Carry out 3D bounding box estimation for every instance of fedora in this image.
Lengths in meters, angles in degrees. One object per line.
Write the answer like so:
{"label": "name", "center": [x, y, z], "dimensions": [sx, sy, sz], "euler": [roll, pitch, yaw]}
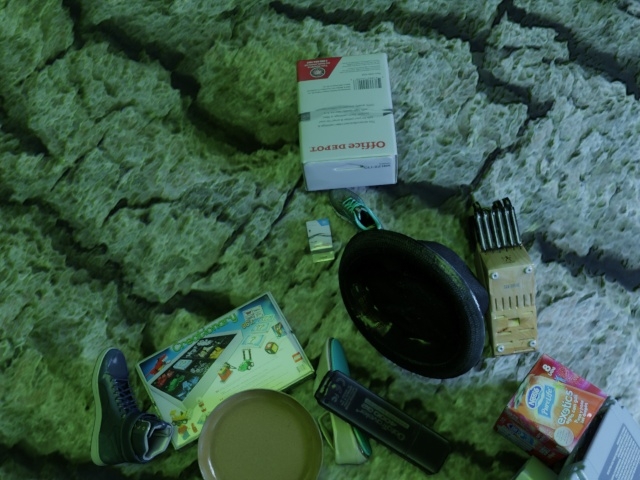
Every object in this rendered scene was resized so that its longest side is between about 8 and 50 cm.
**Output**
{"label": "fedora", "center": [0.198, 0.097, 1.677], "dimensions": [0.334, 0.334, 0.152], "euler": [42, 48, 18]}

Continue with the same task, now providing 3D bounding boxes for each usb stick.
{"label": "usb stick", "center": [0.118, 0.338, 1.632], "dimensions": [0.278, 0.045, 0.077], "euler": [33, 72, -6]}

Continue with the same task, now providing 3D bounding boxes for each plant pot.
{"label": "plant pot", "center": [-0.112, 0.395, 1.654], "dimensions": [0.236, 0.032, 0.237], "euler": [0, 88, 2]}

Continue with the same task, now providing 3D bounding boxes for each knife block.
{"label": "knife block", "center": [0.359, 0.060, 1.756], "dimensions": [0.088, 0.242, 0.276], "euler": [-8, 113, 3]}

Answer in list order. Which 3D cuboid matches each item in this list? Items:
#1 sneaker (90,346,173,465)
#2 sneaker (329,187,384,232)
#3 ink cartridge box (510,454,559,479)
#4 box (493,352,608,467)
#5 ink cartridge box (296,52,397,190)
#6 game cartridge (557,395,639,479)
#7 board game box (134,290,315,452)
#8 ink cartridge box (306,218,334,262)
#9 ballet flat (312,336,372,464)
{"label": "sneaker", "center": [-0.356, 0.314, 1.676], "dimensions": [0.163, 0.086, 0.226], "euler": [-9, 78, 33]}
{"label": "sneaker", "center": [0.080, -0.059, 1.819], "dimensions": [0.065, 0.076, 0.166], "euler": [-40, 71, -11]}
{"label": "ink cartridge box", "center": [0.393, 0.489, 1.533], "dimensions": [0.176, 0.127, 0.128], "euler": [38, 103, 18]}
{"label": "box", "center": [0.399, 0.305, 1.553], "dimensions": [0.128, 0.257, 0.123], "euler": [34, 77, 16]}
{"label": "ink cartridge box", "center": [0.054, -0.250, 1.857], "dimensions": [0.196, 0.114, 0.273], "euler": [-4, 60, 3]}
{"label": "game cartridge", "center": [0.507, 0.415, 1.497], "dimensions": [0.062, 0.297, 0.198], "euler": [-28, 92, 35]}
{"label": "board game box", "center": [-0.187, 0.256, 1.733], "dimensions": [0.305, 0.053, 0.193], "euler": [-28, 70, -6]}
{"label": "ink cartridge box", "center": [0.000, 0.000, 1.829], "dimensions": [0.048, 0.028, 0.083], "euler": [-10, 69, 1]}
{"label": "ballet flat", "center": [0.026, 0.311, 1.685], "dimensions": [0.086, 0.086, 0.249], "euler": [-15, 69, -1]}
